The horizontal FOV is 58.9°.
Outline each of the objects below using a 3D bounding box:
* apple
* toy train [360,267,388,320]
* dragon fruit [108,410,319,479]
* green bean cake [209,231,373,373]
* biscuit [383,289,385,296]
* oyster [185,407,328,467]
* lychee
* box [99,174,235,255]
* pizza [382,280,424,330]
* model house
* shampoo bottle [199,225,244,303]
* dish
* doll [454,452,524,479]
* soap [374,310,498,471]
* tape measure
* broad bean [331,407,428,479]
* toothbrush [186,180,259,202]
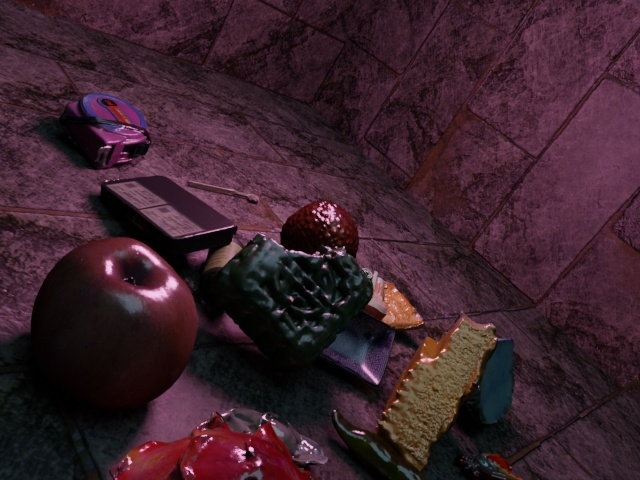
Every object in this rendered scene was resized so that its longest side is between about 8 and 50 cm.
[{"bbox_3d":[-0.360,0.142,1.018,0.306,0.235,0.306,27,25,-14],"label":"apple"},{"bbox_3d":[0.149,0.160,1.701,0.118,0.074,0.176,28,36,-5],"label":"toy train"},{"bbox_3d":[-0.122,0.411,0.806,0.371,0.249,0.386,20,28,-40],"label":"dragon fruit"},{"bbox_3d":[-0.063,0.112,1.347,0.308,0.169,0.300,47,59,-3],"label":"green bean cake"},{"bbox_3d":[0.111,0.180,1.736,0.234,0.030,0.153,-21,56,-37],"label":"biscuit"},{"bbox_3d":[-0.102,0.382,1.066,0.199,0.087,0.252,33,13,25],"label":"oyster"},{"bbox_3d":[0.000,0.000,1.786,0.260,0.260,0.260,28,23,-13],"label":"lychee"},{"bbox_3d":[-0.410,-0.076,1.508,0.350,0.058,0.211,33,32,32],"label":"box"},{"bbox_3d":[0.228,0.227,1.827,0.204,0.080,0.188,16,42,-13],"label":"pizza"},{"bbox_3d":[0.410,0.391,1.658,0.241,0.226,0.261,3,-3,38],"label":"model house"},{"bbox_3d":[-0.254,0.054,1.513,0.101,0.101,0.284,27,23,-16],"label":"shampoo bottle"},{"bbox_3d":[0.063,0.265,1.496,0.243,0.080,0.182,31,56,-10],"label":"dish"},{"bbox_3d":[0.414,0.569,1.421,0.169,0.057,0.109,8,14,-22],"label":"doll"},{"bbox_3d":[0.285,0.351,1.364,0.169,0.304,0.338,33,22,10],"label":"soap"},{"bbox_3d":[-0.655,-0.332,1.723,0.231,0.149,0.245,43,32,16],"label":"tape measure"},{"bbox_3d":[0.152,0.488,1.223,0.339,0.061,0.077,39,35,14],"label":"broad bean"},{"bbox_3d":[-0.332,-0.171,1.966,0.294,0.026,0.028,13,30,-39],"label":"toothbrush"}]
